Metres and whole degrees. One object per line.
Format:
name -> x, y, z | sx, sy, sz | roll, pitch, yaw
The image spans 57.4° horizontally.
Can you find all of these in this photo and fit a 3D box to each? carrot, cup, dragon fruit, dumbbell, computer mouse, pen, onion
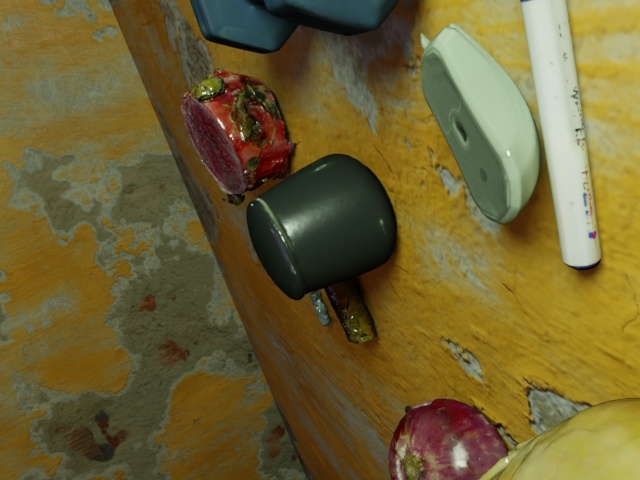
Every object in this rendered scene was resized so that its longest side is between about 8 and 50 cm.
carrot -> 0.032, 0.072, 1.005 | 0.229, 0.069, 0.069 | 66, 163, -11
cup -> 0.000, 0.000, 0.810 | 0.169, 0.176, 0.223 | 49, 157, 32
dragon fruit -> -0.136, -0.188, 1.028 | 0.211, 0.147, 0.282 | 42, 157, 30
dumbbell -> -0.035, -0.272, 0.579 | 0.144, 0.160, 0.325 | 41, 174, -28
computer mouse -> 0.133, -0.103, 0.479 | 0.089, 0.056, 0.182 | 102, 147, -68
pen -> 0.169, -0.099, 0.417 | 0.033, 0.033, 0.269 | 29, 141, 61
onion -> 0.175, 0.302, 0.783 | 0.177, 0.153, 0.177 | 171, 90, -77

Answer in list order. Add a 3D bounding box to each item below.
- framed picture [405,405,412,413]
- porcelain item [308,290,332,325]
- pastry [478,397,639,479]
framed picture -> 0.244, 0.478, 1.049 | 0.244, 0.013, 0.324 | 41, 151, 51
porcelain item -> 0.002, 0.149, 1.260 | 0.036, 0.028, 0.083 | -117, 3, -77
pastry -> 0.255, 0.271, 0.330 | 0.410, 0.245, 0.410 | 57, 162, 31
